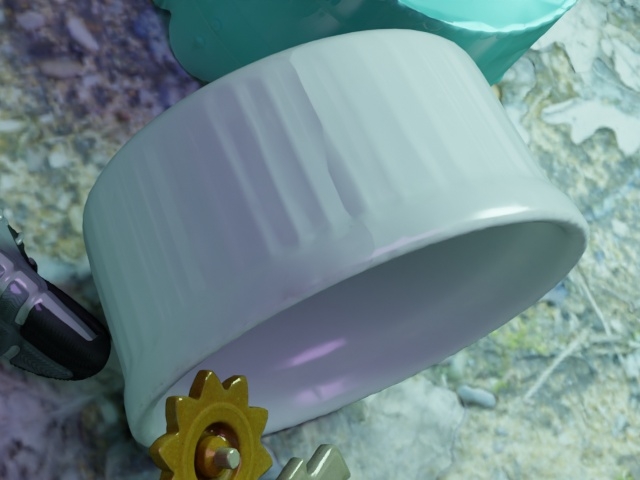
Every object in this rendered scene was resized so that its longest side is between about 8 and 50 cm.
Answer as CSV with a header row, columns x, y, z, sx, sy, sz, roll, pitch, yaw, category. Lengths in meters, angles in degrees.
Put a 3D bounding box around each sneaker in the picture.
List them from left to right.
x,y,z,sx,sy,sz,roll,pitch,yaw,category
-0.197,-0.027,0.906,0.228,0.086,0.132,35,56,-11,sneaker

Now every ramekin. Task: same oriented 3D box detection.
x,y,z,sx,sy,sz,roll,pitch,yaw,category
0.000,0.000,0.895,0.277,0.277,0.135,-12,69,-32,ramekin

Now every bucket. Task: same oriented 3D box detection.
x,y,z,sx,sy,sz,roll,pitch,yaw,category
0.041,-0.208,1.047,0.281,0.183,0.281,11,66,-25,bucket

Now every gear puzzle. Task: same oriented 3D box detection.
x,y,z,sx,sy,sz,roll,pitch,yaw,category
-0.023,0.212,0.842,0.175,0.044,0.339,-53,132,-39,gear puzzle
